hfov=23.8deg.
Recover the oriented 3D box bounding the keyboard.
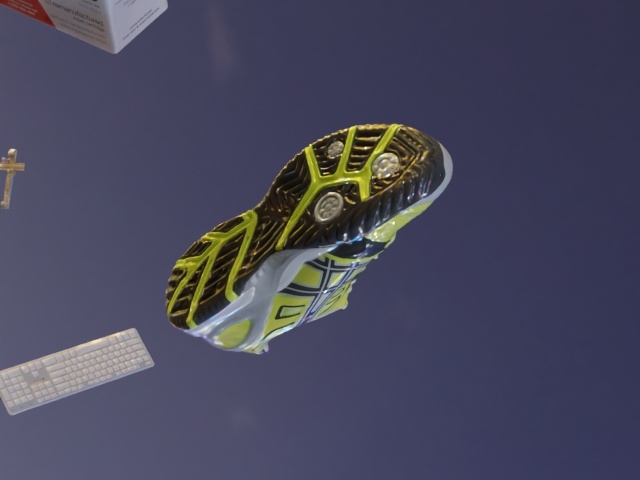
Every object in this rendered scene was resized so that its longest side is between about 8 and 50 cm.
[{"bbox_3d":[-0.380,0.200,2.344,0.072,0.256,0.014,63,-36,14],"label":"keyboard"}]

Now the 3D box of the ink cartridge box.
[{"bbox_3d":[-0.303,-0.386,1.818,0.197,0.114,0.273,25,-37,22],"label":"ink cartridge box"}]

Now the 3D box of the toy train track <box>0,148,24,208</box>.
[{"bbox_3d":[-0.434,-0.086,2.105,0.048,0.014,0.083,3,-96,35],"label":"toy train track"}]

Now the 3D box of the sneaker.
[{"bbox_3d":[0.000,0.000,1.750,0.384,0.145,0.147,-32,-44,26],"label":"sneaker"}]
